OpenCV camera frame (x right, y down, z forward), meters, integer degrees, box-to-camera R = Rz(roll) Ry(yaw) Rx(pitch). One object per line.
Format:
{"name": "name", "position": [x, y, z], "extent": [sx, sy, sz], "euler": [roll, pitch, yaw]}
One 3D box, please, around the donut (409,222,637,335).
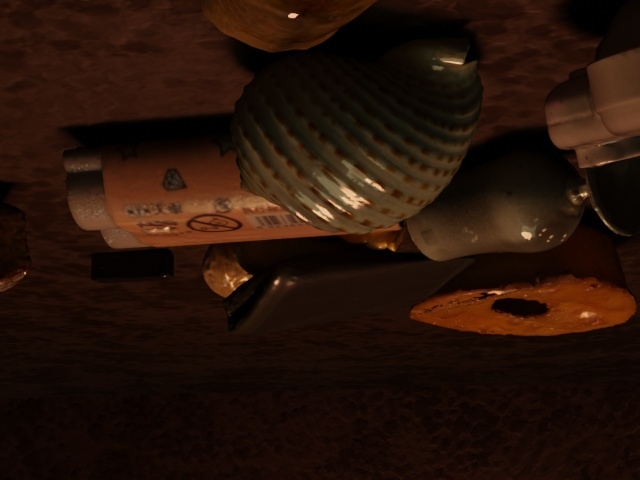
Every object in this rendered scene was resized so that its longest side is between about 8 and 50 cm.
{"name": "donut", "position": [0.244, 0.045, 1.355], "extent": [0.277, 0.108, 0.277], "euler": [0, 165, 0]}

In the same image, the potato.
{"name": "potato", "position": [0.000, 0.000, 1.228], "extent": [0.188, 0.085, 0.105], "euler": [-9, -178, 14]}

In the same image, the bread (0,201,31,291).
{"name": "bread", "position": [-0.519, 0.030, 1.129], "extent": [0.416, 0.113, 0.165], "euler": [-7, -179, -23]}

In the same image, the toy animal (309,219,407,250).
{"name": "toy animal", "position": [0.012, -0.030, 1.156], "extent": [0.159, 0.070, 0.083], "euler": [0, -155, 18]}

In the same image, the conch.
{"name": "conch", "position": [0.029, -0.071, 0.830], "extent": [0.200, 0.131, 0.172], "euler": [-13, 142, 34]}

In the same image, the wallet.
{"name": "wallet", "position": [0.030, 0.048, 1.187], "extent": [0.245, 0.052, 0.168], "euler": [-4, 160, -27]}

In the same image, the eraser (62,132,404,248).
{"name": "eraser", "position": [-0.075, -0.049, 1.036], "extent": [0.290, 0.087, 0.171], "euler": [-4, 163, 11]}

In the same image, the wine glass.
{"name": "wine glass", "position": [0.190, -0.038, 1.049], "extent": [0.103, 0.103, 0.231], "euler": [12, 165, -40]}

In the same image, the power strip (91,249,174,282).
{"name": "power strip", "position": [-0.247, 0.035, 1.448], "extent": [0.111, 0.038, 0.029], "euler": [-3, 166, 15]}

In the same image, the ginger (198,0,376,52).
{"name": "ginger", "position": [0.010, -0.169, 0.536], "extent": [0.109, 0.116, 0.263], "euler": [47, 156, -11]}

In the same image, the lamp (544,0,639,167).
{"name": "lamp", "position": [0.246, -0.120, 0.713], "extent": [0.179, 0.108, 0.246], "euler": [-8, 174, -32]}

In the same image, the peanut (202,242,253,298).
{"name": "peanut", "position": [-0.089, 0.045, 1.409], "extent": [0.099, 0.099, 0.214], "euler": [-4, 160, 12]}
